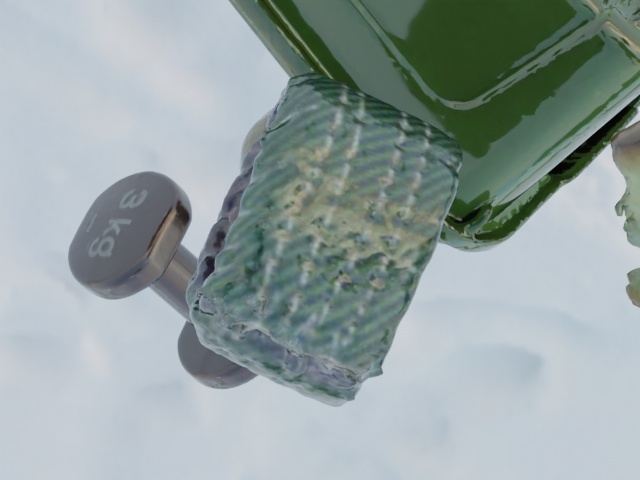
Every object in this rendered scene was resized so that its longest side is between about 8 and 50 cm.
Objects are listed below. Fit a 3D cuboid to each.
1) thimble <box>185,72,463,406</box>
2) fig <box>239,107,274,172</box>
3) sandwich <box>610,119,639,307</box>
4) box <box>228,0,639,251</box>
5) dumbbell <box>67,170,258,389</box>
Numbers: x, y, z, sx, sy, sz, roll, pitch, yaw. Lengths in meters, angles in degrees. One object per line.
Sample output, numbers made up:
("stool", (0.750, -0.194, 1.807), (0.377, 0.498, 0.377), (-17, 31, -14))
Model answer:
("thimble", (0.000, -0.001, 0.696), (0.090, 0.135, 0.118), (25, 160, -6))
("fig", (0.026, -0.101, 1.463), (0.149, 0.149, 0.245), (25, 130, -26))
("sandwich", (0.190, -0.003, 0.335), (0.244, 0.088, 0.090), (12, 131, 32))
("box", (0.119, -0.174, 0.871), (0.253, 0.328, 0.178), (51, 134, -3))
("dumbbell", (-0.136, 0.042, 1.571), (0.124, 0.140, 0.225), (7, 153, 43))
